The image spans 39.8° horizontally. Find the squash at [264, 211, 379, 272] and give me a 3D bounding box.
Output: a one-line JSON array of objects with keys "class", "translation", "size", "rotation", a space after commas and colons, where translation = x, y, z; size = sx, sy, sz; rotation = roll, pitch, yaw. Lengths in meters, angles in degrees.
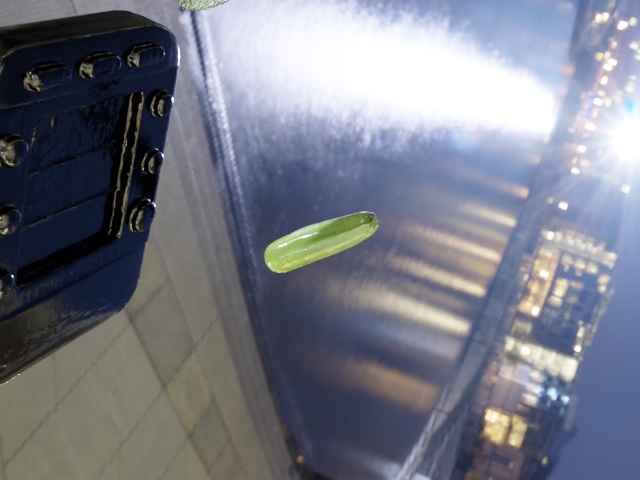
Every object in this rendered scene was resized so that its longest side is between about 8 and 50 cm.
[{"class": "squash", "translation": [0.001, 0.000, 0.589], "size": [0.027, 0.089, 0.027], "rotation": [40, 40, -45]}]

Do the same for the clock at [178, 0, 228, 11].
[{"class": "clock", "translation": [-0.064, -0.187, 0.612], "size": [0.010, 0.083, 0.074], "rotation": [48, 62, -42]}]

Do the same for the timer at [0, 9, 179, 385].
[{"class": "timer", "translation": [-0.141, -0.025, 0.464], "size": [0.144, 0.055, 0.187], "rotation": [-35, 145, -58]}]
